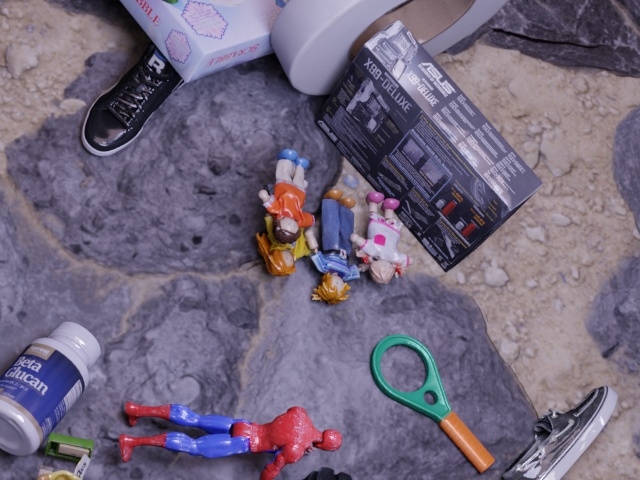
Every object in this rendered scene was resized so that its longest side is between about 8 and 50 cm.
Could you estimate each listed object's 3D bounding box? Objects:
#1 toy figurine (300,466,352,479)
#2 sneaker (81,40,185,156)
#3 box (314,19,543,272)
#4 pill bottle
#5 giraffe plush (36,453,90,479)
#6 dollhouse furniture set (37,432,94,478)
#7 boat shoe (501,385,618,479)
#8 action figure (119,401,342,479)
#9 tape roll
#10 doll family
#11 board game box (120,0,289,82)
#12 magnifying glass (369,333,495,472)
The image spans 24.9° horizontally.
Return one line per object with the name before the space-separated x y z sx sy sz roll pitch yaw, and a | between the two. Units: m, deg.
toy figurine | -0.022 0.413 1.837 0.209 0.148 0.213 -29 77 -32
sneaker | -0.253 -0.220 2.030 0.079 0.121 0.217 39 62 1
box | 0.145 -0.128 2.058 0.076 0.242 0.307 -38 83 -27
pill bottle | -0.353 0.183 1.837 0.094 0.094 0.169 37 50 -1
giraffe plush | -0.247 0.371 1.720 0.170 0.181 0.210 8 77 28
dollhouse furniture set | -0.326 0.315 1.796 0.058 0.076 0.152 14 45 -7
boat shoe | 0.340 0.274 2.047 0.070 0.078 0.219 44 64 2
action figure | -0.109 0.274 1.889 0.280 0.139 0.091 0 48 6
tape roll | 0.116 -0.335 2.055 0.392 0.392 0.072 -20 75 -25
doll family | 0.000 0.000 2.045 0.263 0.118 0.163 23 55 -29
board game box | -0.168 -0.398 2.096 0.318 0.066 0.318 51 43 11
magnifying glass | 0.159 0.230 2.038 0.092 0.026 0.231 -38 82 -28
